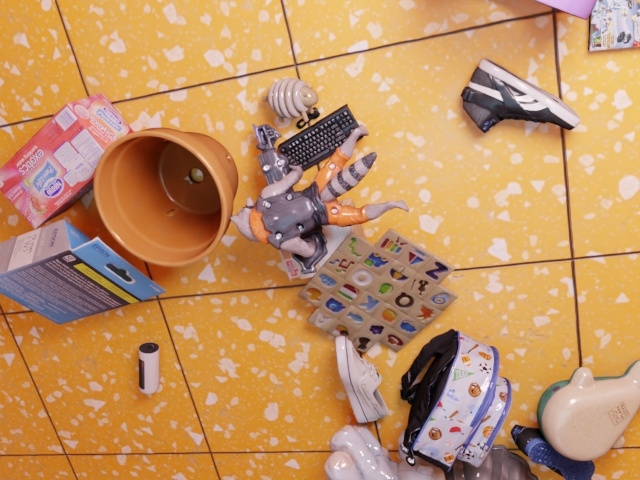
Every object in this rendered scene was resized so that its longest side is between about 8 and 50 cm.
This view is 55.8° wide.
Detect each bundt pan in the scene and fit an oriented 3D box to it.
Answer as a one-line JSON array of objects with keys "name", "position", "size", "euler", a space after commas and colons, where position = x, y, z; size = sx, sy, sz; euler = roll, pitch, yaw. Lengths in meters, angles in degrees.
[{"name": "bundt pan", "position": [0.384, 0.663, 1.511], "size": [0.331, 0.124, 0.330], "euler": [5, 113, 12]}]

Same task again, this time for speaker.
[{"name": "speaker", "position": [-0.460, 0.342, 1.625], "size": [0.055, 0.055, 0.136], "euler": [12, 115, 9]}]

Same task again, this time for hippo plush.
[{"name": "hippo plush", "position": [0.163, 0.544, 1.423], "size": [0.237, 0.294, 0.234], "euler": [-26, 125, 27]}]

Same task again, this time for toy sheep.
[{"name": "toy sheep", "position": [-0.064, -0.289, 1.238], "size": [0.132, 0.091, 0.091], "euler": [1, 113, 25]}]

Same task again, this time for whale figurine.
[{"name": "whale figurine", "position": [0.607, 0.359, 1.338], "size": [0.272, 0.141, 0.216], "euler": [-32, 102, -1]}]

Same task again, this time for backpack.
[{"name": "backpack", "position": [0.300, 0.342, 1.327], "size": [0.213, 0.276, 0.263], "euler": [16, 109, 2]}]

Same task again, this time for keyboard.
[{"name": "keyboard", "position": [-0.007, -0.224, 1.285], "size": [0.180, 0.023, 0.108], "euler": [-27, 104, 22]}]

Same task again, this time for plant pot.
[{"name": "plant pot", "position": [-0.304, -0.113, 1.307], "size": [0.291, 0.203, 0.290], "euler": [5, 113, 13]}]

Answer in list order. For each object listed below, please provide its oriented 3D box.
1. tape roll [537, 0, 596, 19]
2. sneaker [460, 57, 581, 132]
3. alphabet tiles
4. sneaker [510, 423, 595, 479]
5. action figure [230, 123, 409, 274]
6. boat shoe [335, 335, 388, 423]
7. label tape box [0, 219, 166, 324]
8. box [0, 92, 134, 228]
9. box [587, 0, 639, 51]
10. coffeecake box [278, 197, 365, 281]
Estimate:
[{"name": "tape roll", "position": [0.317, -0.445, 0.967], "size": [0.275, 0.275, 0.090], "euler": [23, 115, 4]}, {"name": "sneaker", "position": [0.371, -0.244, 1.156], "size": [0.217, 0.079, 0.121], "euler": [34, 120, 7]}, {"name": "alphabet tiles", "position": [0.125, 0.124, 1.357], "size": [0.285, 0.011, 0.342], "euler": [30, 126, -13]}, {"name": "sneaker", "position": [0.549, 0.497, 1.426], "size": [0.232, 0.090, 0.081], "euler": [32, 97, -24]}, {"name": "action figure", "position": [-0.039, -0.113, 1.211], "size": [0.330, 0.178, 0.341], "euler": [-28, 87, 11]}, {"name": "boat shoe", "position": [0.102, 0.333, 1.452], "size": [0.088, 0.096, 0.267], "euler": [-13, 115, 9]}, {"name": "label tape box", "position": [-0.578, 0.070, 1.446], "size": [0.348, 0.115, 0.249], "euler": [-18, 142, 19]}, {"name": "box", "position": [-0.576, -0.180, 1.380], "size": [0.300, 0.142, 0.154], "euler": [-34, 101, 25]}, {"name": "box", "position": [0.527, -0.410, 1.067], "size": [0.094, 0.027, 0.137], "euler": [0, 113, 16]}, {"name": "coffeecake box", "position": [0.000, 0.000, 1.353], "size": [0.186, 0.068, 0.142], "euler": [-13, 110, 19]}]
